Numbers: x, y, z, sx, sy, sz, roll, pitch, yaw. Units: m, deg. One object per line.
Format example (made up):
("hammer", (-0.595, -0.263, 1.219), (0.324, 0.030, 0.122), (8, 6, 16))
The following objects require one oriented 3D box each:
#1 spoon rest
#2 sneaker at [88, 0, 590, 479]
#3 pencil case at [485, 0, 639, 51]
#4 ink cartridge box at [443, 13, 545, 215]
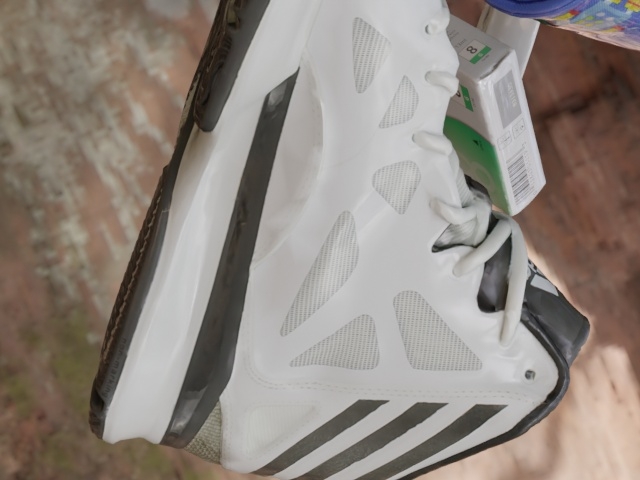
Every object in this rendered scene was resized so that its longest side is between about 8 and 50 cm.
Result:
("spoon rest", (0.178, -0.159, 1.651), (0.137, 0.084, 0.276), (-78, -171, -46))
("sneaker", (0.053, -0.053, 0.926), (0.257, 0.448, 0.169), (18, 21, -9))
("pencil case", (0.222, -0.182, 1.041), (0.306, 0.133, 0.119), (4, 21, -47))
("ink cartridge box", (0.099, -0.142, 1.493), (0.224, 0.056, 0.181), (34, -21, 37))
